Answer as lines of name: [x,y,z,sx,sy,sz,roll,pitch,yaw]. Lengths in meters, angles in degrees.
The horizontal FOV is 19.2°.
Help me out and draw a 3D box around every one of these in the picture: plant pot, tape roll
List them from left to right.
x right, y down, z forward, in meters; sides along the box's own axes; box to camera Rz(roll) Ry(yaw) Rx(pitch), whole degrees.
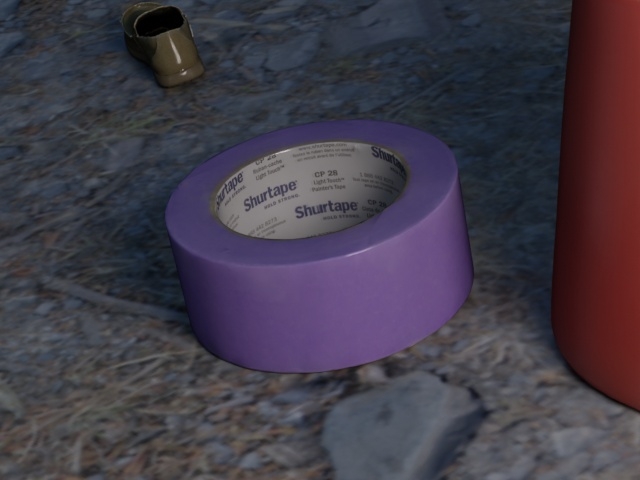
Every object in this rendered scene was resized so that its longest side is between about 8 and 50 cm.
tape roll: [0.000,0.000,1.209,0.189,0.080,0.189,-9,29,5]
plant pot: [0.253,-0.064,1.064,0.275,0.243,0.275,-9,30,5]

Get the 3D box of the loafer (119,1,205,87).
loafer: [-0.133,-0.176,1.596,0.056,0.050,0.148,-20,30,-15]
